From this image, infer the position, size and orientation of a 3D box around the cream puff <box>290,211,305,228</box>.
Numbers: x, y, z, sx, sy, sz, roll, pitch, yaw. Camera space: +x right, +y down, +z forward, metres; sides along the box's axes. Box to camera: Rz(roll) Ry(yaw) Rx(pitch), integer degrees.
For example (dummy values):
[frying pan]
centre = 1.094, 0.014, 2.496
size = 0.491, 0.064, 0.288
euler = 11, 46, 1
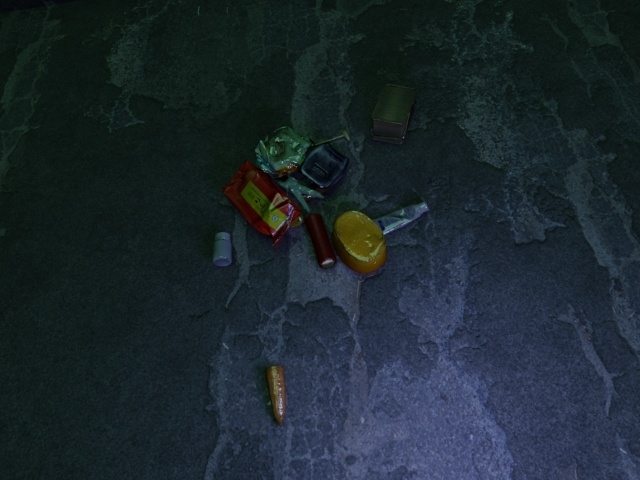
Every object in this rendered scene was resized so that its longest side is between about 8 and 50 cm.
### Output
[cream puff]
centre = -0.108, -0.095, 1.984
size = 0.083, 0.058, 0.083
euler = 13, 64, 16

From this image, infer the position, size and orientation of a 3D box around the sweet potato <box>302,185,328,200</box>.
[sweet potato]
centre = 0.012, -0.249, 2.061
size = 0.078, 0.058, 0.255
euler = 23, 59, 42

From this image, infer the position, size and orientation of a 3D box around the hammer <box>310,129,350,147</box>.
[hammer]
centre = 0.047, -0.471, 2.206
size = 0.195, 0.028, 0.060
euler = -19, 66, -1

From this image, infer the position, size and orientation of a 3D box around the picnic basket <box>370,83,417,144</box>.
[picnic basket]
centre = 0.349, -0.598, 2.170
size = 0.165, 0.139, 0.267
euler = 15, 63, 15

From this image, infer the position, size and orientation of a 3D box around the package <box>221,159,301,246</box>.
[package]
centre = -0.247, -0.160, 1.969
size = 0.196, 0.123, 0.423
euler = -51, 60, 8

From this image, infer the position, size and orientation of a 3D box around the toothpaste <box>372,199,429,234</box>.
[toothpaste]
centre = 0.326, -0.091, 1.940
size = 0.266, 0.061, 0.096
euler = -24, 62, 1

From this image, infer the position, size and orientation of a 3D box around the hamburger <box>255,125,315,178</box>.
[hamburger]
centre = -0.169, -0.423, 2.096
size = 0.260, 0.150, 0.276
euler = -1, 48, 10

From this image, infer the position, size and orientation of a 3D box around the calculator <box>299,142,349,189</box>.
[calculator]
centre = 0.016, -0.331, 2.042
size = 0.177, 0.040, 0.268
euler = 37, 56, 1

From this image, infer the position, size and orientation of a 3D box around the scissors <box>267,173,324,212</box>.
[scissors]
centre = -0.133, -0.243, 2.051
size = 0.256, 0.029, 0.383
euler = -37, 52, -14

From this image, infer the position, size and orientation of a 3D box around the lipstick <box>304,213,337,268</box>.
[lipstick]
centre = 0.000, 0.000, 1.906
size = 0.080, 0.080, 0.241
euler = -18, 60, -3

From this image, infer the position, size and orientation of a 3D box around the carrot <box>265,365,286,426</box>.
[carrot]
centre = -0.153, 0.551, 1.623
size = 0.072, 0.072, 0.205
euler = -9, 66, 2

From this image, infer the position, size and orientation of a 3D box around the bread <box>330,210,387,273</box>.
[bread]
centre = 0.154, 0.006, 1.847
size = 0.195, 0.143, 0.270
euler = -30, 63, -13

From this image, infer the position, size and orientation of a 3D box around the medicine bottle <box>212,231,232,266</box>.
[medicine bottle]
centre = -0.413, 0.036, 1.934
size = 0.080, 0.080, 0.130
euler = -7, 59, 3
